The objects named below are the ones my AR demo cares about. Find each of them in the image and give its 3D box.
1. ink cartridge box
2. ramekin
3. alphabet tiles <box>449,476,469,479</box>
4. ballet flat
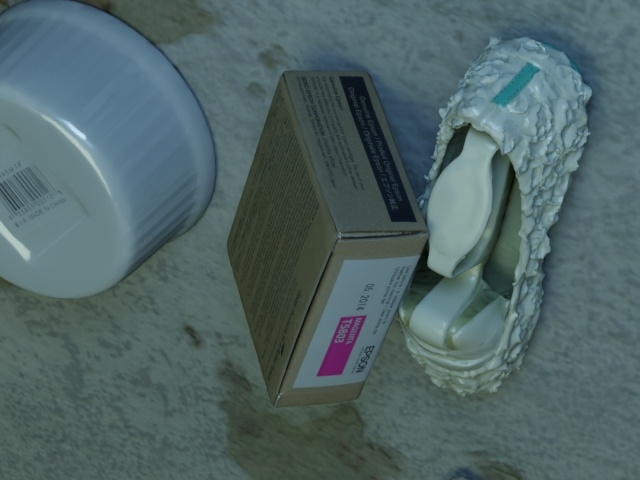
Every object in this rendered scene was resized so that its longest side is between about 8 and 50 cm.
[{"bbox_3d":[0.000,0.000,1.571,0.088,0.193,0.234,-2,140,-21],"label":"ink cartridge box"},{"bbox_3d":[-0.250,-0.076,1.719,0.277,0.135,0.277,19,133,21],"label":"ramekin"},{"bbox_3d":[0.209,0.358,1.847,0.278,0.021,0.284,39,137,1],"label":"alphabet tiles"},{"bbox_3d":[0.120,0.007,1.540,0.147,0.147,0.409,24,135,16],"label":"ballet flat"}]
